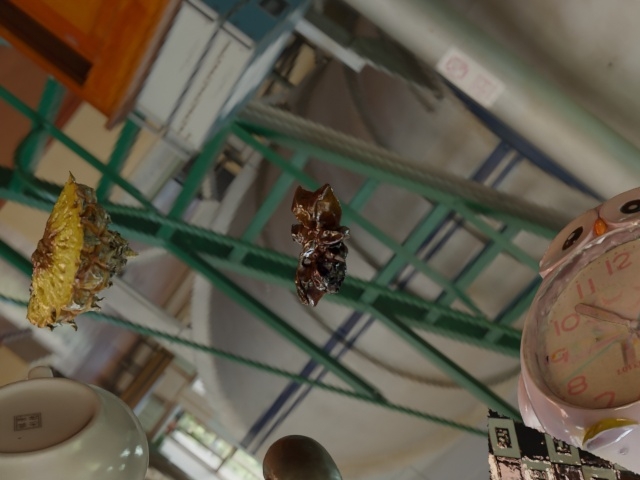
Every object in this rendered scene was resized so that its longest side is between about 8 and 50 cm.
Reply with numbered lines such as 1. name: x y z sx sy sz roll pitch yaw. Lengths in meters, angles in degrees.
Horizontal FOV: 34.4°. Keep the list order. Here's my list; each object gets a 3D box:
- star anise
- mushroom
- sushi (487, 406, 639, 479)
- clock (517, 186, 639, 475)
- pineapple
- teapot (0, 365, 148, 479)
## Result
1. star anise: 0.000 0.000 1.306 0.168 0.057 0.168 -177 -90 -68
2. mushroom: -0.036 0.383 1.670 0.188 0.141 0.117 -133 -147 -55
3. sushi: 0.247 0.300 1.016 0.043 0.193 0.279 -13 -163 -33
4. clock: 0.415 0.118 1.258 0.368 0.250 0.377 -30 -145 27
5. pineapple: -0.351 0.045 1.626 0.140 0.164 0.250 29 -83 50
6. teapot: -0.266 0.216 0.992 0.298 0.204 0.139 -106 -169 -65
